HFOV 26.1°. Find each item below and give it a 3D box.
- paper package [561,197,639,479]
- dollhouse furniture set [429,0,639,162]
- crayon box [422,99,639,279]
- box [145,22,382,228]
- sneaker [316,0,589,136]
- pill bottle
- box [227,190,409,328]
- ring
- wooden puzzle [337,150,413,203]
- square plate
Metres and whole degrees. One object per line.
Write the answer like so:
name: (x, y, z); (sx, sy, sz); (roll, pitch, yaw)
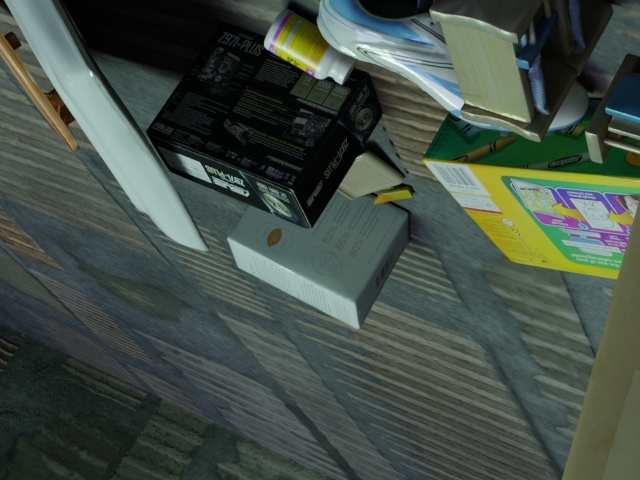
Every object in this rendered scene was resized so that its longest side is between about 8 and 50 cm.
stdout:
paper package: (0.327, 0.091, 0.902); (0.310, 0.324, 0.168); (13, -177, -45)
dollhouse furniture set: (0.195, -0.142, 0.940); (0.184, 0.129, 0.129); (21, 159, 27)
crayon box: (0.244, -0.041, 1.196); (0.278, 0.081, 0.165); (9, 152, 48)
box: (-0.055, -0.116, 1.375); (0.180, 0.147, 0.077); (22, 159, 25)
sneaker: (0.111, -0.157, 1.121); (0.237, 0.085, 0.086); (24, 136, 1)
pill bottle: (-0.008, -0.180, 1.298); (0.083, 0.043, 0.043); (31, 162, 4)
box: (0.000, 0.000, 1.611); (0.171, 0.130, 0.091); (27, 162, 15)
ring: (-0.361, -0.242, 1.529); (0.336, 0.032, 0.336); (53, 172, 11)
wooden puzzle: (0.043, -0.071, 1.496); (0.079, 0.014, 0.116); (-16, 145, 31)
square plate: (-0.252, -0.178, 1.427); (0.344, 0.049, 0.347); (56, 175, 31)
